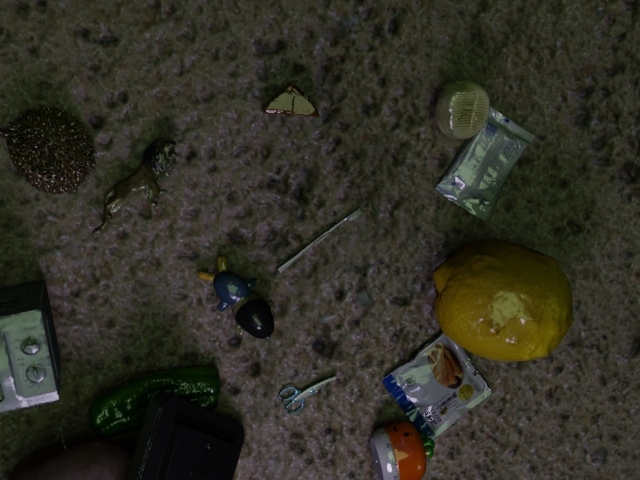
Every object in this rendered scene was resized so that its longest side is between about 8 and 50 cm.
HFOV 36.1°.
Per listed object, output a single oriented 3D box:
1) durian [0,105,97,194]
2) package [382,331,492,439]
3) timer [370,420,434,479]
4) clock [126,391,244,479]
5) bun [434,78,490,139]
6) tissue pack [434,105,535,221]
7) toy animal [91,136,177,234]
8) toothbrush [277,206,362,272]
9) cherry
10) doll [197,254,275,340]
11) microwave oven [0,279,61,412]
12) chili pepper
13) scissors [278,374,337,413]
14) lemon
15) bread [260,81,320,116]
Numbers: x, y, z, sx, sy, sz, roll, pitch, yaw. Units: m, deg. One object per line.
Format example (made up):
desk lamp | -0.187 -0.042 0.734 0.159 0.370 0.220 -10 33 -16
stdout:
durian | -0.474 -0.156 1.684 0.188 0.091 0.148 23 95 -13
package | 0.233 0.289 1.947 0.173 0.027 0.171 -38 105 -7
timer | 0.165 0.416 1.918 0.136 0.099 0.136 -4 113 -8
clock | -0.239 0.430 1.742 0.279 0.049 0.274 39 61 -55
bun | 0.260 -0.247 1.834 0.115 0.069 0.115 -12 119 -23
tissue pack | 0.316 -0.148 1.885 0.122 0.026 0.193 31 93 -15
toy animal | -0.323 -0.084 1.744 0.086 0.069 0.220 43 84 6
toothbrush | -0.001 -0.002 1.851 0.194 0.014 0.017 -35 106 -4
cherry | -0.425 0.477 1.728 0.261 0.221 0.308 -15 98 30
doll | -0.146 0.111 1.811 0.102 0.089 0.179 -37 82 -4
microwave oven | -0.595 0.200 1.647 0.295 0.237 0.181 -11 102 -12
chili pepper | -0.305 0.291 1.809 0.253 0.083 0.099 -14 104 -14
scissors | -0.020 0.290 1.901 0.119 0.014 0.058 -26 109 -3
lemon | 0.339 0.113 1.834 0.288 0.233 0.234 22 95 -12
bread | -0.052 -0.255 1.779 0.108 0.043 0.062 5 101 -12
